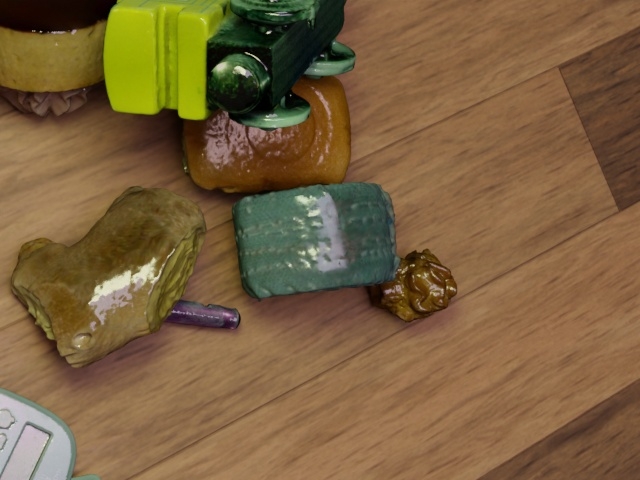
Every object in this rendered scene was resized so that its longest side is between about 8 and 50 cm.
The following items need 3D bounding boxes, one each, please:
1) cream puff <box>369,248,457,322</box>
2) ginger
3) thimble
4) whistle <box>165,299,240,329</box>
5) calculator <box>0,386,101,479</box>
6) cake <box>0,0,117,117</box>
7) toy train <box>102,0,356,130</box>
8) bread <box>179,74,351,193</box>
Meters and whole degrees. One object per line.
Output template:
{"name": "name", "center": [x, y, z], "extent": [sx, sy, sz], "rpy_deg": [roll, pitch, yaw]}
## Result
{"name": "cream puff", "center": [0.131, 0.061, 2.030], "extent": [0.094, 0.122, 0.116], "rpy_deg": [64, 25, -14]}
{"name": "ginger", "center": [-0.273, 0.033, 1.820], "extent": [0.221, 0.130, 0.275], "rpy_deg": [10, 54, 15]}
{"name": "thimble", "center": [0.000, 0.000, 1.918], "extent": [0.235, 0.198, 0.143], "rpy_deg": [-8, 89, -25]}
{"name": "whistle", "center": [-0.191, 0.095, 1.906], "extent": [0.176, 0.033, 0.033], "rpy_deg": [9, 80, -24]}
{"name": "calculator", "center": [-0.411, 0.278, 1.777], "extent": [0.295, 0.042, 0.184], "rpy_deg": [29, 72, -17]}
{"name": "cake", "center": [-0.345, -0.245, 1.814], "extent": [0.185, 0.178, 0.207], "rpy_deg": [-3, 46, -13]}
{"name": "toy train", "center": [-0.107, -0.266, 1.783], "extent": [0.272, 0.442, 0.179], "rpy_deg": [7, 115, 12]}
{"name": "bread", "center": [-0.079, -0.148, 1.942], "extent": [0.245, 0.121, 0.174], "rpy_deg": [0, 82, -28]}
